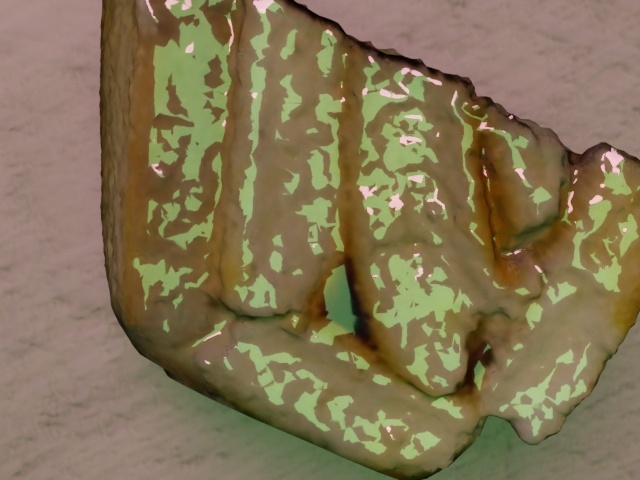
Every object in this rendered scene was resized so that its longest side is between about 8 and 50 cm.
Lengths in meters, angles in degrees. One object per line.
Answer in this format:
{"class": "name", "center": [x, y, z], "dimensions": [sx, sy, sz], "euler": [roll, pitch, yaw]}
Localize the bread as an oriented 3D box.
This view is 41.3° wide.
{"class": "bread", "center": [-0.009, 0.001, 0.576], "dimensions": [0.395, 0.239, 0.264], "euler": [25, 95, -6]}
